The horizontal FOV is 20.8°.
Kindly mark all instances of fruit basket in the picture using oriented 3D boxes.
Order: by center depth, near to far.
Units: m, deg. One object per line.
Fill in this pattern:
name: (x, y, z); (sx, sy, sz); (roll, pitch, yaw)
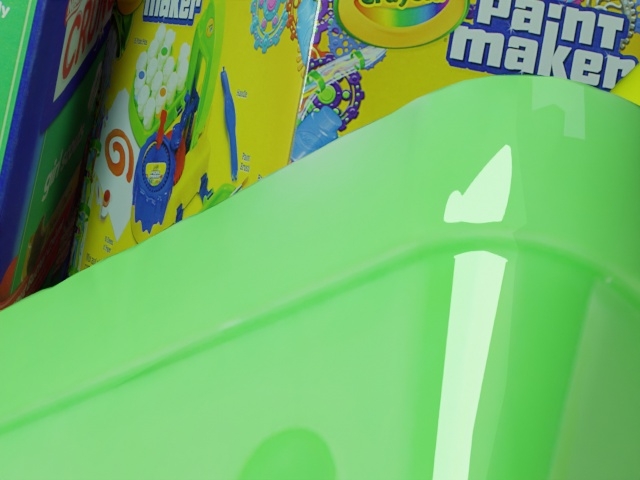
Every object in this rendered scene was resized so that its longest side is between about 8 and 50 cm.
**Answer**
fruit basket: (0.107, 0.068, 0.489); (0.283, 0.392, 0.392); (-24, -9, 42)

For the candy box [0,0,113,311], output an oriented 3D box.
candy box: (-0.193, -0.075, 0.966); (0.122, 0.317, 0.268); (15, 23, 0)

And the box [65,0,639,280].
box: (0.000, 0.000, 0.857); (0.177, 0.279, 0.290); (8, 6, -23)
